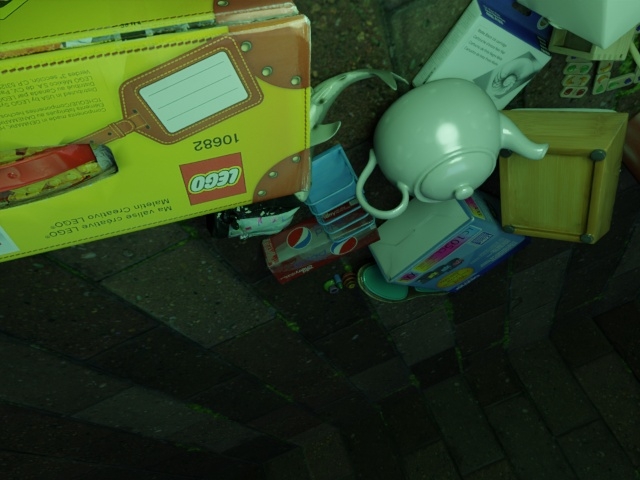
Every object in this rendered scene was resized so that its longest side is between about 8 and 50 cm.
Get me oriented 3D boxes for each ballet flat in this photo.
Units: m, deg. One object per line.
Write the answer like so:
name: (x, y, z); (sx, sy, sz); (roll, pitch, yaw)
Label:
ballet flat: (0.236, 0.121, 1.422); (0.349, 0.123, 0.123); (1, 139, -28)

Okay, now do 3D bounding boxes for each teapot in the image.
teapot: (0.223, -0.153, 0.895); (0.252, 0.187, 0.256); (2, 148, -31)

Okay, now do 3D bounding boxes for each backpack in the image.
backpack: (-0.131, -0.075, 0.921); (0.182, 0.152, 0.115); (-7, 158, -29)

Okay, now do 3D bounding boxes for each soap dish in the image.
soap dish: (0.477, -0.124, 0.994); (0.229, 0.118, 0.291); (10, 140, 31)

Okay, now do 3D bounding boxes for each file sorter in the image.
file sorter: (0.032, -0.090, 1.008); (0.118, 0.104, 0.170); (-28, 145, 7)

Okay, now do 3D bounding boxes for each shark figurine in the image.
shark figurine: (0.009, -0.220, 0.854); (0.278, 0.166, 0.116); (-48, 168, 6)

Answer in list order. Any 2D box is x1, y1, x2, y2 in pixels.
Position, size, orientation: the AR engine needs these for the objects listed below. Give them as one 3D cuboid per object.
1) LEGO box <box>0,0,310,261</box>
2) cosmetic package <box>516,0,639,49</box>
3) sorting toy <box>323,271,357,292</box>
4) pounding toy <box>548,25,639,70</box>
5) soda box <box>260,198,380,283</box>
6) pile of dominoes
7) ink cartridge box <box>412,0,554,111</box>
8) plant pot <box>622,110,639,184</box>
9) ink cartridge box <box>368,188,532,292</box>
LEGO box: (-0.301, -0.181, 0.455); (0.500, 0.372, 0.193); (-14, 145, -12)
cosmetic package: (0.343, -0.451, 0.600); (0.155, 0.197, 0.365); (-39, 145, 6)
sorting toy: (0.058, 0.126, 1.374); (0.102, 0.042, 0.061); (-27, 146, 8)
pounding toy: (0.487, -0.360, 0.826); (0.100, 0.141, 0.130); (-6, 120, -17)
soda box: (0.000, 0.000, 1.131); (0.263, 0.083, 0.092); (-24, 145, 3)
pile of dominoes: (0.590, -0.377, 0.963); (0.196, 0.040, 0.251); (-16, 146, 8)
ink cartridge box: (0.316, -0.337, 0.883); (0.223, 0.045, 0.224); (6, 137, -35)
plant pot: (0.906, -0.204, 1.207); (0.272, 0.265, 0.272); (-16, 146, -11)
ink cartridge box: (0.355, 0.002, 1.263); (0.395, 0.151, 0.270); (10, 138, -46)
